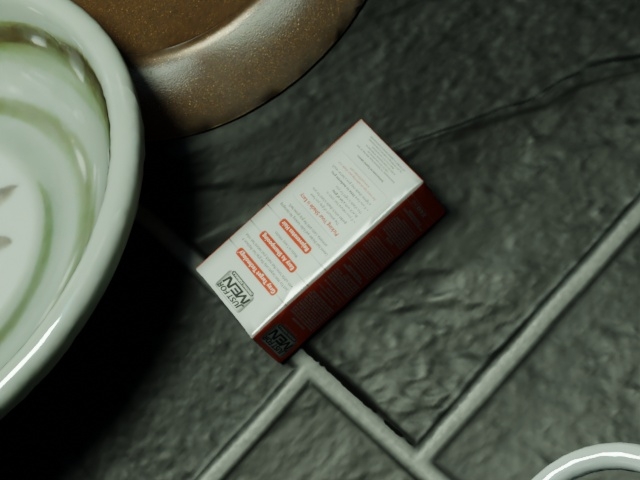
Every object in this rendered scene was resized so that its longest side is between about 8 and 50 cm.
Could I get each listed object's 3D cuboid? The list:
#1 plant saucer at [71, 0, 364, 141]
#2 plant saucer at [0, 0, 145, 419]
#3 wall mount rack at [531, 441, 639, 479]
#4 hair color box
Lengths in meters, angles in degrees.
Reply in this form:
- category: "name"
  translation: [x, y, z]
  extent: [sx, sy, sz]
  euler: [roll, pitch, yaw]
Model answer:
- category: "plant saucer"
  translation: [-0.099, -0.217, 1.214]
  extent: [0.310, 0.050, 0.311]
  euler: [-12, 60, 21]
- category: "plant saucer"
  translation: [-0.286, 0.004, 1.145]
  extent: [0.400, 0.100, 0.400]
  euler: [-11, 56, 17]
- category: "wall mount rack"
  translation: [0.145, 0.284, 0.772]
  extent: [0.304, 0.130, 0.350]
  euler: [16, 72, 37]
- category: "hair color box"
  translation: [0.000, 0.000, 1.046]
  extent: [0.141, 0.043, 0.072]
  euler: [-41, 53, 0]
